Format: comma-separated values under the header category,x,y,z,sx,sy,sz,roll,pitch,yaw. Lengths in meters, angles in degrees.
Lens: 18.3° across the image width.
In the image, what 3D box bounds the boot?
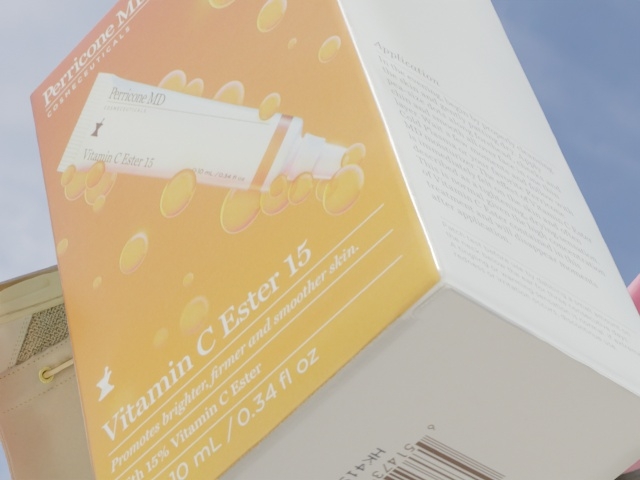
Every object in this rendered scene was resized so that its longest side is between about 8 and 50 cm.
category,x,y,z,sx,sy,sz,roll,pitch,yaw
boot,-0.101,0.102,1.327,0.095,0.262,0.203,-22,-96,59

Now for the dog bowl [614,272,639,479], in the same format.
category,x,y,z,sx,sy,sz,roll,pitch,yaw
dog bowl,0.357,0.077,1.574,0.150,0.408,0.408,44,-50,-7

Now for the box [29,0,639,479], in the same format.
category,x,y,z,sx,sy,sz,roll,pitch,yaw
box,0.000,0.000,0.994,0.168,0.345,0.215,30,-62,-35
